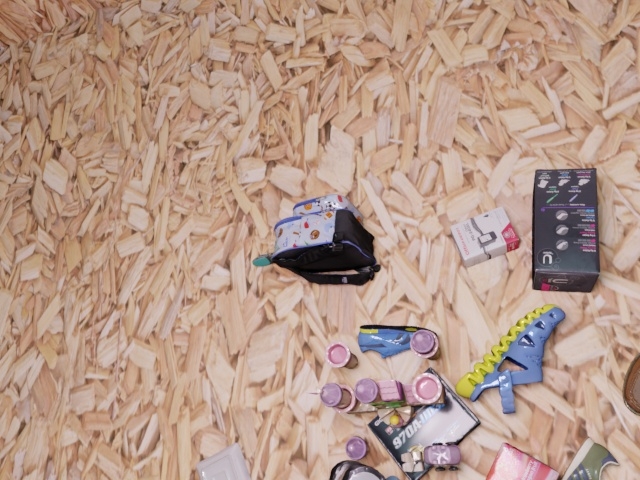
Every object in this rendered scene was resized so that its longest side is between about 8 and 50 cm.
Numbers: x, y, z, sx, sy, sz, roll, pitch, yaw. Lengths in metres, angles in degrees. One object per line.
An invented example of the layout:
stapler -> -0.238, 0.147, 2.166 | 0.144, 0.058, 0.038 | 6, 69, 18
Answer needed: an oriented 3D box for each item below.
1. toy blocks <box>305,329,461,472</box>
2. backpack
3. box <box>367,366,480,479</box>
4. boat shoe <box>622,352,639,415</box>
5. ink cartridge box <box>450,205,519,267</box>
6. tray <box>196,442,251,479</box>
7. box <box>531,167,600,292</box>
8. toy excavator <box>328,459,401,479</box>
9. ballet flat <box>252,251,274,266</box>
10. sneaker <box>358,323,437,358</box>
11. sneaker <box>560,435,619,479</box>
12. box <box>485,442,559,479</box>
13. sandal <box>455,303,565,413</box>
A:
toy blocks -> 0.146, 0.365, 1.216 | 0.288, 0.260, 0.309 | -11, 66, 17
backpack -> 0.000, 0.000, 1.492 | 0.263, 0.276, 0.213 | -15, 59, 22
box -> 0.254, 0.452, 1.319 | 0.220, 0.051, 0.175 | -42, 61, 1
boat shoe -> 0.779, 0.250, 1.174 | 0.110, 0.104, 0.307 | 38, 85, 29
ink cartridge box -> 0.437, -0.009, 1.433 | 0.150, 0.063, 0.109 | -22, 63, 10
tray -> -0.241, 0.695, 1.417 | 0.145, 0.030, 0.270 | -30, 62, 8
box -> 0.599, -0.024, 1.320 | 0.143, 0.165, 0.271 | 1, 69, 20
toy excavator -> 0.138, 0.767, 1.148 | 0.445, 0.222, 0.433 | 34, 70, 6
ballet flat -> -0.155, 0.053, 1.649 | 0.114, 0.041, 0.041 | -11, 65, 16
sneaker -> 0.203, 0.269, 1.413 | 0.209, 0.069, 0.082 | -1, 92, 15
sneaker -> 0.572, 0.530, 1.159 | 0.086, 0.064, 0.192 | 31, 79, 33
box -> 0.406, 0.589, 1.164 | 0.128, 0.122, 0.257 | 24, 79, 28
sandal -> 0.474, 0.288, 1.273 | 0.138, 0.126, 0.317 | 43, 96, 26
